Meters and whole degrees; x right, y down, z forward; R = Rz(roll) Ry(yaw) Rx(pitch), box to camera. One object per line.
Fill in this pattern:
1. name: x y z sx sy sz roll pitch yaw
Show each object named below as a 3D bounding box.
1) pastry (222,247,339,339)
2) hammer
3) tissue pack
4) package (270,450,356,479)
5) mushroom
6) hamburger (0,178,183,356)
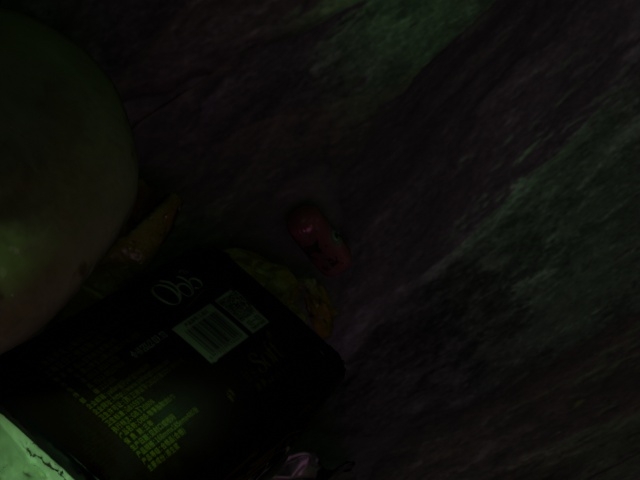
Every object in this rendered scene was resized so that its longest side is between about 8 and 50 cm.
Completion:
1. pastry: -0.073 0.116 1.703 0.154 0.102 0.250 18 125 -10
2. hammer: 0.000 0.000 1.671 0.043 0.043 0.083 -30 126 12
3. tissue pack: -0.161 0.160 1.474 0.210 0.370 0.198 38 122 14
4. package: -0.084 0.271 1.779 0.250 0.062 0.204 -8 168 -1
5. mushroom: -0.317 -0.019 1.391 0.362 0.362 0.295 -19 134 3
6. hamburger: -0.248 0.045 1.597 0.124 0.131 0.262 33 120 -3
